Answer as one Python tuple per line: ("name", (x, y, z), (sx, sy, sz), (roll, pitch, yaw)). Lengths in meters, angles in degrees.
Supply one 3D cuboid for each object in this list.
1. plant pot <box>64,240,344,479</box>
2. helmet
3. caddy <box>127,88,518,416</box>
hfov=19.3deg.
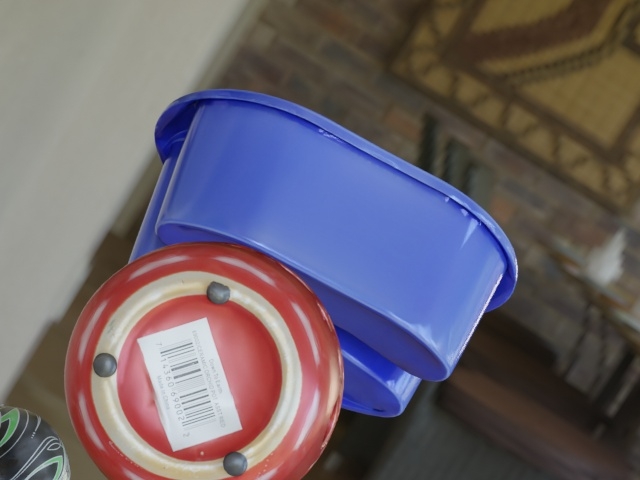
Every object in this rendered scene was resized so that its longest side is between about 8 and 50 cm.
("plant pot", (-0.075, 0.091, 1.252), (0.191, 0.191, 0.174), (32, -6, -1))
("helmet", (-0.354, 0.262, 2.078), (0.169, 0.161, 0.169), (49, -28, 38))
("caddy", (0.000, 0.000, 1.617), (0.341, 0.179, 0.241), (28, -27, -8))
